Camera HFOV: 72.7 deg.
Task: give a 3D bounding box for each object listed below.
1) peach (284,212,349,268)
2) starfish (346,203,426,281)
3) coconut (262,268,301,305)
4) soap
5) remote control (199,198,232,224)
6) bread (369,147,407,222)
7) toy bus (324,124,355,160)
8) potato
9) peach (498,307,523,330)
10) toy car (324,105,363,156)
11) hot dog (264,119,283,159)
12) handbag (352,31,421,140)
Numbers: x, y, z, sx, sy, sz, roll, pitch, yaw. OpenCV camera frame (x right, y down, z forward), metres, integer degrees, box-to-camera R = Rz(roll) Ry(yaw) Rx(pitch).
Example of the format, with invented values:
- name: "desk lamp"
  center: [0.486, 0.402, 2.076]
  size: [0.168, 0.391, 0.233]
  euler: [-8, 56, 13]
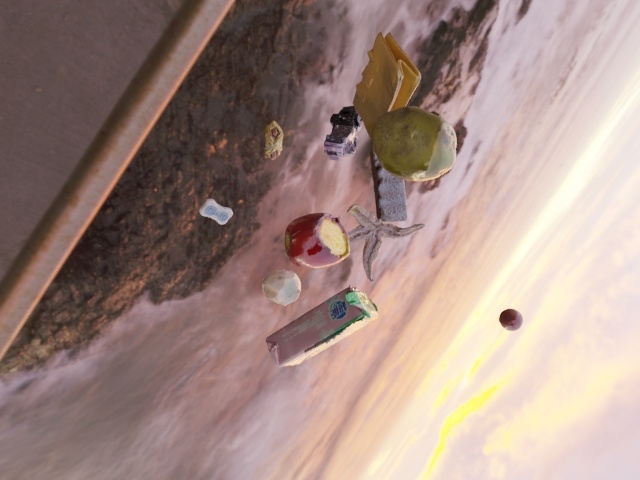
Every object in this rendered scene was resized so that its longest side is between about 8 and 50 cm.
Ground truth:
- name: "peach"
  center: [0.000, 0.000, 1.414]
  size: [0.227, 0.189, 0.195]
  euler: [-5, 122, -17]
- name: "starfish"
  center: [0.251, -0.024, 2.120]
  size: [0.383, 0.398, 0.132]
  euler: [-57, -159, -2]
- name: "coconut"
  center: [-0.183, 0.237, 2.203]
  size: [0.194, 0.195, 0.194]
  euler: [-46, 157, -27]
- name: "soap"
  center: [0.007, 0.221, 1.111]
  size: [0.274, 0.097, 0.218]
  euler: [-33, 164, 11]
- name: "remote control"
  center: [-0.393, -0.108, 1.640]
  size: [0.122, 0.032, 0.074]
  euler: [28, 108, -44]
- name: "bread"
  center: [0.373, -0.303, 2.382]
  size: [0.113, 0.166, 0.415]
  euler: [-139, -139, -80]
- name: "toy bus"
  center: [0.090, -0.457, 2.011]
  size: [0.198, 0.096, 0.108]
  euler: [-58, 155, -47]
- name: "potato"
  center: [0.244, -0.255, 1.145]
  size: [0.149, 0.229, 0.196]
  euler: [-26, 107, -42]
- name: "peach"
  center: [0.671, 0.279, 1.533]
  size: [0.083, 0.083, 0.083]
  euler: [-46, 157, -27]
- name: "toy car"
  center: [0.142, -0.597, 2.384]
  size: [0.118, 0.193, 0.300]
  euler: [31, 70, -52]
- name: "hot dog"
  center: [-0.189, -0.398, 1.766]
  size: [0.061, 0.078, 0.168]
  euler: [-103, -166, -55]
- name: "handbag"
  center: [0.271, -0.657, 1.884]
  size: [0.133, 0.282, 0.401]
  euler: [-20, 159, -19]
